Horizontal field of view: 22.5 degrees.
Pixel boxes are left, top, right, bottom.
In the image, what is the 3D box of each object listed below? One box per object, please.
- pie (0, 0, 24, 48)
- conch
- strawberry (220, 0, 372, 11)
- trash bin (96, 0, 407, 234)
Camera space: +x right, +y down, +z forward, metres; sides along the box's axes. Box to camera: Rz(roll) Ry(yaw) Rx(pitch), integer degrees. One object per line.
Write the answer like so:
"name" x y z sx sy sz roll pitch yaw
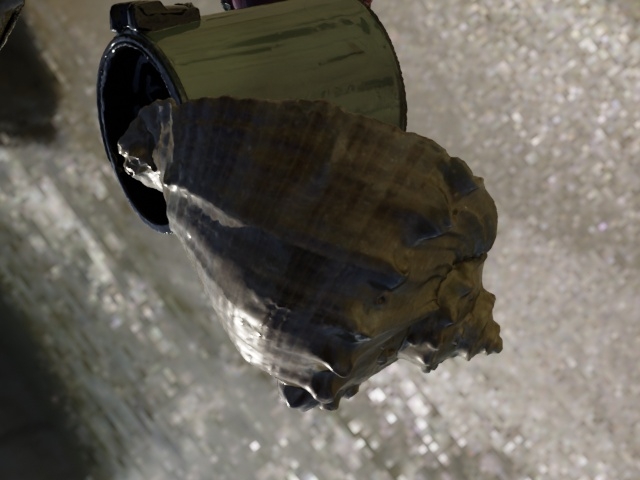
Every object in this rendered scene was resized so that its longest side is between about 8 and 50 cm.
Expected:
"pie" -0.333 -0.306 1.640 0.128 0.068 0.282 45 121 34
"conch" -0.001 0.016 1.304 0.352 0.210 0.297 14 152 -13
"strawberry" -0.029 -0.350 2.194 0.274 0.221 0.274 175 90 -85
"trash bin" -0.074 -0.139 1.717 0.217 0.263 0.277 17 119 57
